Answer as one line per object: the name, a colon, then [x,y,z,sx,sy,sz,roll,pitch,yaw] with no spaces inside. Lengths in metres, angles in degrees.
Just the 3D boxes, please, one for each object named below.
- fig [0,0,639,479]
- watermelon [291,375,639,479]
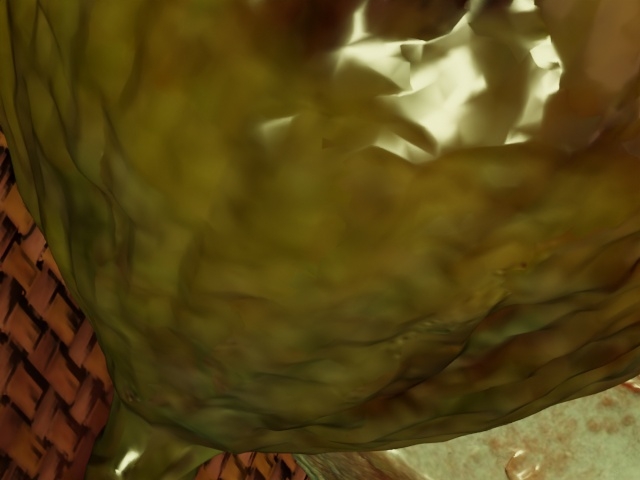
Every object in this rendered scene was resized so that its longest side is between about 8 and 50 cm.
fig: [0.000,0.000,0.574,0.286,0.286,0.369,-2,120,-59]
watermelon: [0.093,0.036,0.752,0.213,0.201,0.262,-51,141,-17]
